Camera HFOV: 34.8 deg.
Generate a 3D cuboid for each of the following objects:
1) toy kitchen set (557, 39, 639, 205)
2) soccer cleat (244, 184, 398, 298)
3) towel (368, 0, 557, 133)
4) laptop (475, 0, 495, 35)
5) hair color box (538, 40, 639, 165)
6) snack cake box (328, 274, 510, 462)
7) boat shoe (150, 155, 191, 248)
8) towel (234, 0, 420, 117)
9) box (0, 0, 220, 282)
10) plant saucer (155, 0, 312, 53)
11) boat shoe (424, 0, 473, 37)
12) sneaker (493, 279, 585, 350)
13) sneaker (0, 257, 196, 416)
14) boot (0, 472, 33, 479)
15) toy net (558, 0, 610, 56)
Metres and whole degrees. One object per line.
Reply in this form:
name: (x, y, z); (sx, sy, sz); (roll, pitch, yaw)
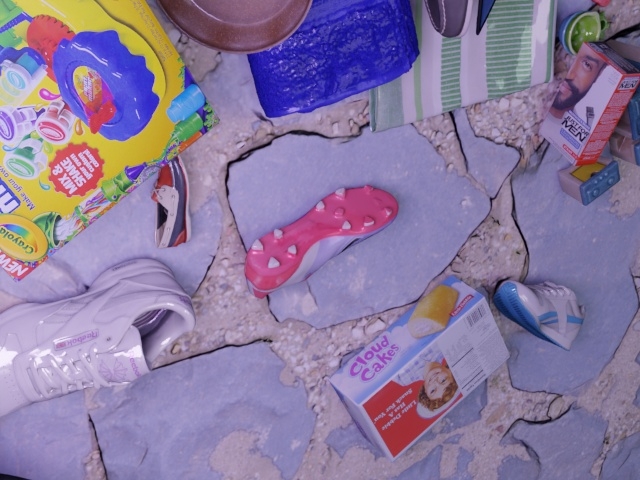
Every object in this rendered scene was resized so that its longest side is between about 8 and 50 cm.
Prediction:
toy kitchen set: (0.460, -0.177, 1.613); (0.166, 0.122, 0.207); (-34, 126, -17)
soccer cleat: (0.000, 0.000, 1.421); (0.248, 0.083, 0.095); (-28, 154, -27)
towel: (0.207, -0.301, 1.437); (0.324, 0.038, 0.248); (-18, 121, -27)
laptop: (0.300, -0.412, 1.317); (0.264, 0.136, 0.234); (-10, 125, -16)
hair color box: (0.408, -0.207, 1.552); (0.053, 0.093, 0.167); (-8, 134, -34)
snack cake box: (0.160, 0.201, 1.607); (0.264, 0.089, 0.152); (-39, 130, -13)
boat shoe: (-0.190, -0.052, 1.275); (0.043, 0.049, 0.137); (-16, 124, -25)
towel: (-0.001, -0.315, 1.241); (0.227, 0.076, 0.308); (-25, 122, -13)
box: (-0.311, -0.170, 1.051); (0.279, 0.177, 0.290); (-41, 128, -11)
plant saucer: (-0.100, -0.311, 1.162); (0.198, 0.036, 0.199); (7, 126, 9)
boat shoe: (0.127, -0.403, 1.246); (0.095, 0.112, 0.335); (-13, 125, -10)
sneaker: (0.369, 0.106, 1.717); (0.228, 0.087, 0.092); (33, 84, -47)
sneaker: (-0.291, 0.127, 1.220); (0.305, 0.152, 0.114); (-31, 128, -18)
boot: (-0.385, 0.205, 1.116); (0.367, 0.146, 0.445); (-5, 117, 4)
toy net: (0.399, -0.396, 1.519); (0.122, 0.045, 0.232); (-22, 122, -24)
